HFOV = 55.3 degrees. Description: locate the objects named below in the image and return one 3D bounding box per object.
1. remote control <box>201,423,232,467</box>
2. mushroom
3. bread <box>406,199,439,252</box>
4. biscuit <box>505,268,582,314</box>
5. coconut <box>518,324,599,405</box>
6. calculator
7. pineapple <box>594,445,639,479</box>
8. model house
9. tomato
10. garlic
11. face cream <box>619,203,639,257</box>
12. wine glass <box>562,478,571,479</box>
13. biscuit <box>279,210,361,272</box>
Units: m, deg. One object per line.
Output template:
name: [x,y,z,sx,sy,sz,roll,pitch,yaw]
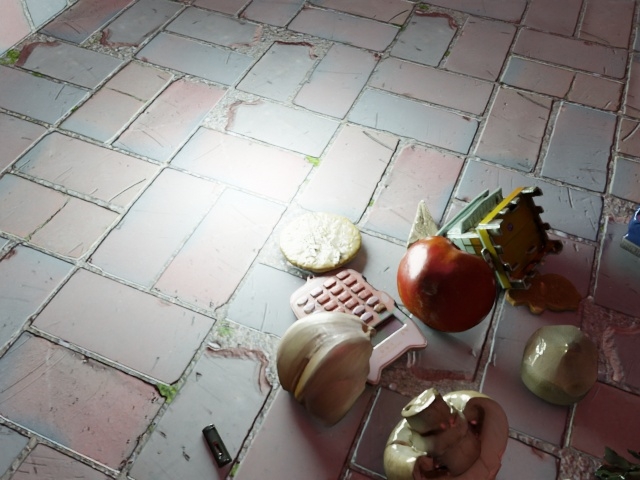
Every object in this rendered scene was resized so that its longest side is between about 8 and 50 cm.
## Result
remote control: [-0.211,0.414,1.238,0.034,0.016,0.091,-27,55,-16]
mushroom: [0.212,0.382,1.159,0.254,0.189,0.195,-39,97,-33]
bread: [0.245,-0.023,1.581,0.105,0.077,0.152,-11,48,-10]
biscuit: [0.539,0.122,1.499,0.184,0.027,0.133,-4,50,-7]
coconut: [0.509,0.257,1.297,0.161,0.162,0.161,1,51,-2]
calculator: [0.077,0.186,1.423,0.220,0.048,0.330,-31,55,-23]
pineapple: [0.680,0.427,1.173,0.277,0.119,0.130,-16,67,-4]
model house: [0.428,-0.009,1.481,0.224,0.198,0.215,-40,23,-29]
tomato: [0.271,0.104,1.381,0.233,0.200,0.140,29,12,23]
garlic: [0.009,0.245,1.289,0.217,0.110,0.228,32,78,33]
face cream: [0.895,-0.035,1.499,0.225,0.249,0.249,33,57,26]
wine glass: [0.389,0.504,1.125,0.183,0.122,0.122,-3,50,-10]
biscuit: [0.000,-0.001,1.572,0.220,0.033,0.219,0,44,0]
